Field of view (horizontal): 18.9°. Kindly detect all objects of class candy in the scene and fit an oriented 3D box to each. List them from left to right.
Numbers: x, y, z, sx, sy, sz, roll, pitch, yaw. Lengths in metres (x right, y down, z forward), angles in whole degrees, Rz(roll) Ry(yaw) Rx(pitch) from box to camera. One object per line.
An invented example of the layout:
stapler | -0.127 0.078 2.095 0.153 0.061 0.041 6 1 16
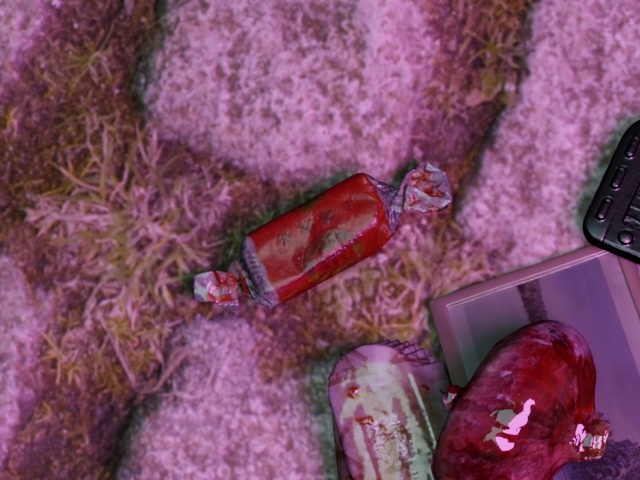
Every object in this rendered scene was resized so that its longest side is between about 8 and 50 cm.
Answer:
candy | -0.001 -0.001 1.980 0.292 0.059 0.086 -29 74 5

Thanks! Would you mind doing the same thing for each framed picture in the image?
framed picture | 0.235 0.141 1.861 0.213 0.016 0.289 -20 52 9

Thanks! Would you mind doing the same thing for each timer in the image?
timer | 0.368 -0.028 1.904 0.187 0.055 0.144 24 78 12

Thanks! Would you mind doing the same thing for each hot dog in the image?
hot dog | 0.087 0.225 1.910 0.144 0.075 0.268 -14 73 5

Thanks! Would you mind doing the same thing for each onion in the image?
onion | 0.187 0.158 1.795 0.151 0.098 0.206 14 62 31
